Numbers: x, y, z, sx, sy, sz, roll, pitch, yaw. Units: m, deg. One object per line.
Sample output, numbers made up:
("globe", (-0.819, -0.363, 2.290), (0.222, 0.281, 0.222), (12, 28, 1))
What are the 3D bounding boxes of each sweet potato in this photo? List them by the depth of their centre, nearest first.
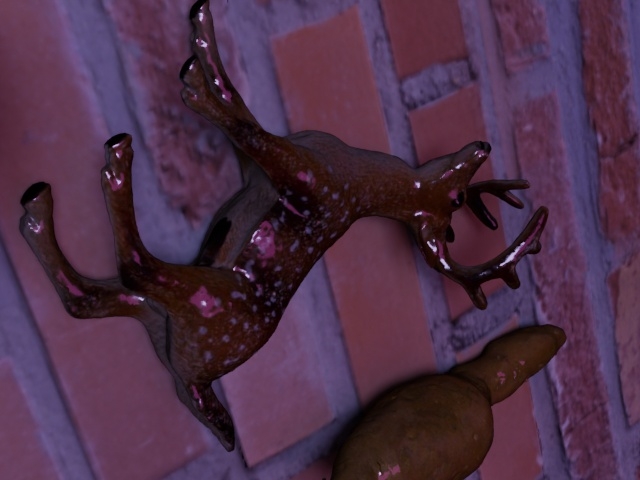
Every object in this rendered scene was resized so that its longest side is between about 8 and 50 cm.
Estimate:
("sweet potato", (0.087, 0.122, 0.562), (0.269, 0.074, 0.075), (-23, 111, -43))

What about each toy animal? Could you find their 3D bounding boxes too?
("toy animal", (-0.008, -0.007, 0.474), (0.243, 0.087, 0.260), (-46, 124, -5))
